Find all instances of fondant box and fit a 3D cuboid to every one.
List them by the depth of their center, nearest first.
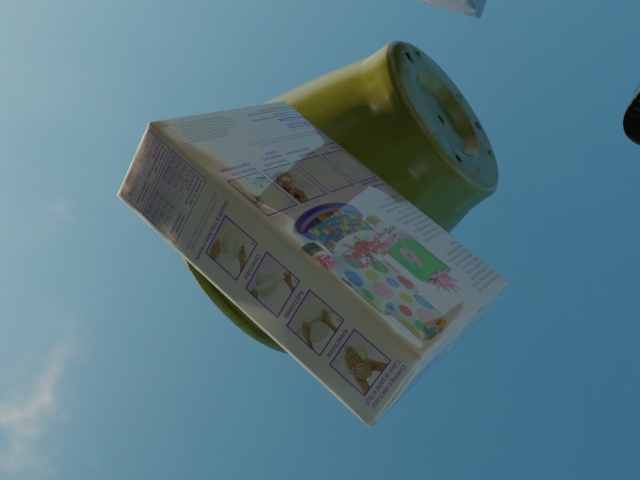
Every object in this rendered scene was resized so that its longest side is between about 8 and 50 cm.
[{"bbox_3d":[0.000,0.000,0.809,0.330,0.238,0.096,40,-61,16],"label":"fondant box"}]

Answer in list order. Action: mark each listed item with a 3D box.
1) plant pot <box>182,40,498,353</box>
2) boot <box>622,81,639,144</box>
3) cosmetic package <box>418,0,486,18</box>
[{"bbox_3d":[0.038,-0.081,1.128,0.353,0.366,0.366,-34,-119,29],"label":"plant pot"},{"bbox_3d":[0.396,-0.200,0.859,0.077,0.137,0.198,43,-60,0],"label":"boot"},{"bbox_3d":[0.200,-0.429,1.075,0.107,0.127,0.238,23,-83,14],"label":"cosmetic package"}]
